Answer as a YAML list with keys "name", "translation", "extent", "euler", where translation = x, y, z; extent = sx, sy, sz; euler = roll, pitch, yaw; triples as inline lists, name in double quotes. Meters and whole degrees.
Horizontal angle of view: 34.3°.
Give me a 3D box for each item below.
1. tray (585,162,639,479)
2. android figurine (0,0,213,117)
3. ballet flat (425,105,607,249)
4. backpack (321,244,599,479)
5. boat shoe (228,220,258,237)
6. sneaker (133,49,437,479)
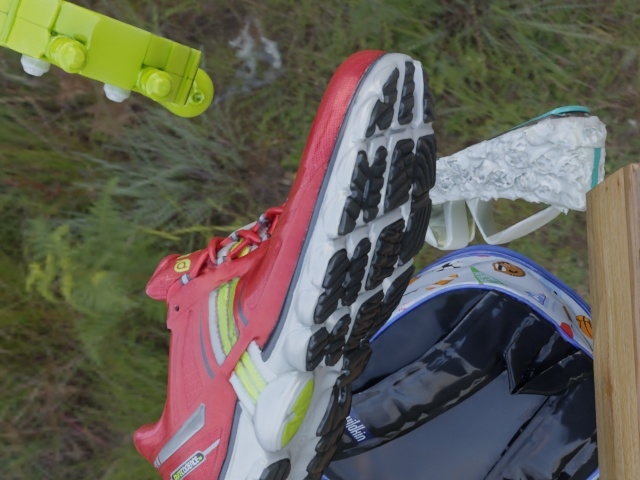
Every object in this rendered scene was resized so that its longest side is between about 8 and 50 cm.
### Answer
- name: "tray"
  translation: [0.275, 0.164, 0.609]
  extent: [0.076, 0.202, 0.411]
  euler: [121, 151, -73]
- name: "android figurine"
  translation: [-0.193, -0.152, 0.770]
  extent: [0.273, 0.248, 0.056]
  euler: [32, 104, 52]
- name: "ballet flat"
  translation: [0.178, -0.055, 1.265]
  extent: [0.409, 0.147, 0.147]
  euler: [-14, 73, 56]
- name: "backpack"
  translation: [0.133, 0.143, 0.916]
  extent: [0.276, 0.213, 0.263]
  euler: [42, 120, -7]
- name: "boat shoe"
  translation: [0.000, 0.000, 1.204]
  extent: [0.084, 0.233, 0.079]
  euler: [38, 142, 51]
- name: "sneaker"
  translation: [-0.032, 0.026, 0.530]
  extent: [0.118, 0.107, 0.279]
  euler: [30, 111, 22]
